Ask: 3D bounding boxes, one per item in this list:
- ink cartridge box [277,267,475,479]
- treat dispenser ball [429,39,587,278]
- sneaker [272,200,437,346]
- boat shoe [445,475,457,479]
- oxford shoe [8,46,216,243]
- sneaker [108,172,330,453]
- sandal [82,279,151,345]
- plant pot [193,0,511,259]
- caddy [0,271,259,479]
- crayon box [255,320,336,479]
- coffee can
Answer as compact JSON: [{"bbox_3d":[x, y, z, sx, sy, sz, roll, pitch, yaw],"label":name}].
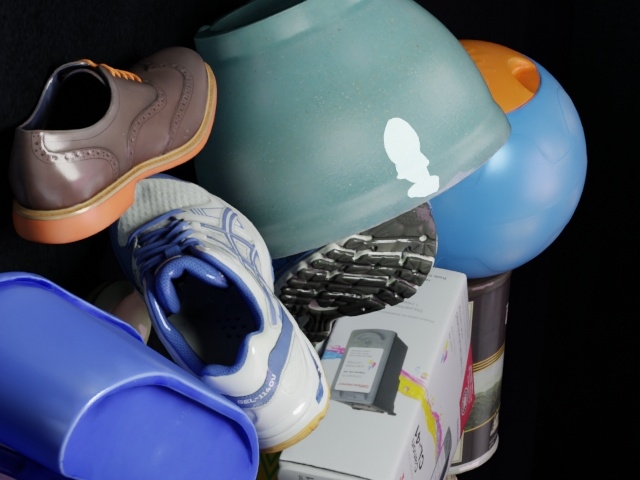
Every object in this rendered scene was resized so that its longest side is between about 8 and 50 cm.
[{"bbox_3d":[0.068,0.204,1.990,0.226,0.131,0.306,82,22,-45],"label":"ink cartridge box"},{"bbox_3d":[0.173,-0.096,2.182,0.288,0.288,0.288,9,90,-74],"label":"treat dispenser ball"},{"bbox_3d":[0.000,0.000,1.783,0.330,0.130,0.147,-29,-126,55],"label":"sneaker"},{"bbox_3d":[0.166,0.369,2.767,0.089,0.105,0.285,-27,124,-67],"label":"boat shoe"},{"bbox_3d":[-0.153,-0.101,1.407,0.271,0.097,0.098,-57,146,-55],"label":"oxford shoe"},{"bbox_3d":[-0.093,0.027,1.428,0.112,0.296,0.131,-39,142,-1],"label":"sneaker"},{"bbox_3d":[-0.182,0.171,1.470,0.120,0.086,0.302,66,36,-62],"label":"sandal"},{"bbox_3d":[0.001,-0.134,1.656,0.196,0.293,0.293,66,27,-15],"label":"plant pot"},{"bbox_3d":[-0.197,0.160,1.253,0.241,0.179,0.341,-59,153,-5],"label":"caddy"},{"bbox_3d":[-0.019,0.199,2.066,0.202,0.081,0.318,-19,117,-72],"label":"crayon box"},{"bbox_3d":[0.140,0.138,2.369,0.201,0.202,0.275,-53,149,-59],"label":"coffee can"}]
